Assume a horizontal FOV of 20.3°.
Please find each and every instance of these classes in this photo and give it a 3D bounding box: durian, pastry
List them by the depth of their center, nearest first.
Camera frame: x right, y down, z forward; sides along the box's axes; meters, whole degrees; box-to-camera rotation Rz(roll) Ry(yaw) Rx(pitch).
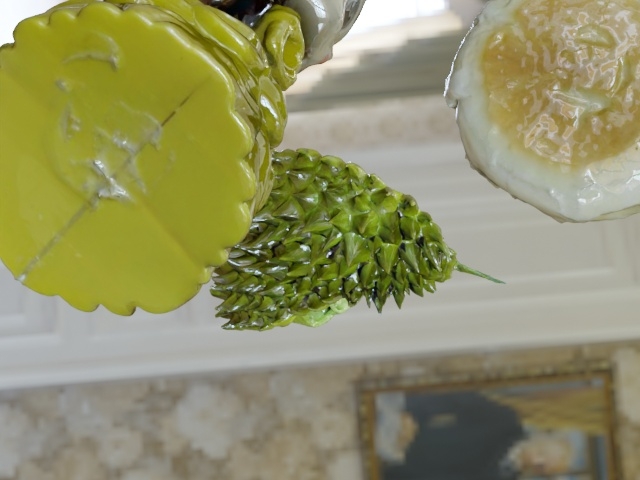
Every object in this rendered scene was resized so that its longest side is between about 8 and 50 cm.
[{"bbox_3d":[0.151,-0.084,0.976,0.088,0.166,0.166,25,59,-72],"label":"pastry"},{"bbox_3d":[-0.006,0.000,1.586,0.355,0.169,0.157,-8,-96,62],"label":"durian"}]

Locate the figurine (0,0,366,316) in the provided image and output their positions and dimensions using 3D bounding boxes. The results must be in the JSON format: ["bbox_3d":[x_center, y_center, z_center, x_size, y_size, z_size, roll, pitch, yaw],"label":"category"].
[{"bbox_3d":[-0.050,-0.108,1.034,0.315,0.168,0.187,-50,159,-52],"label":"figurine"}]
